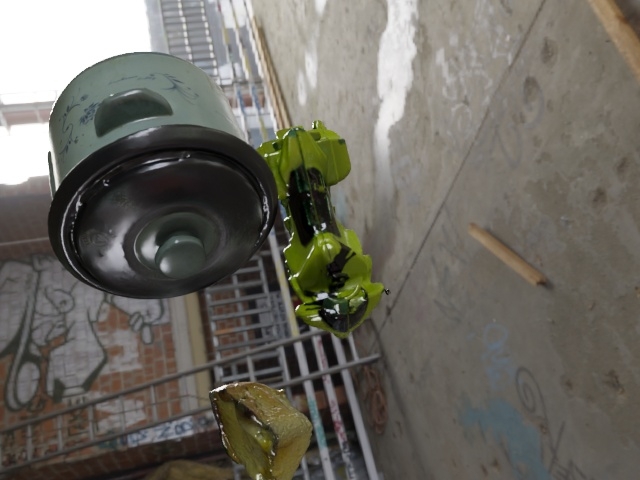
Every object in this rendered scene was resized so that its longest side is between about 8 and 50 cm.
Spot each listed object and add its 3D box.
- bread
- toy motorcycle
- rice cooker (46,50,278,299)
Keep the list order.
[{"bbox_3d":[-0.100,0.345,1.113,0.174,0.133,0.251,29,141,33],"label":"bread"},{"bbox_3d":[-0.002,0.001,0.874,0.206,0.142,0.342,-161,55,-70],"label":"toy motorcycle"},{"bbox_3d":[-0.203,-0.073,0.743,0.316,0.264,0.316,162,90,-78],"label":"rice cooker"}]
